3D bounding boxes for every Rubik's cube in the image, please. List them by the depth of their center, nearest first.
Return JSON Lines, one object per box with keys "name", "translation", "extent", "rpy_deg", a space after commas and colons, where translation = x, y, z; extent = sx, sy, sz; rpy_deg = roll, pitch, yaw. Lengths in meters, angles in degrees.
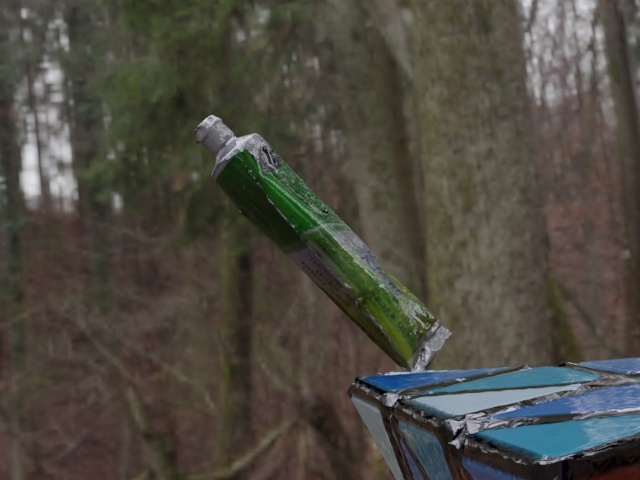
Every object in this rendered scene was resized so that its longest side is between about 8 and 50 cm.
{"name": "Rubik's cube", "translation": [0.122, 0.165, 0.420], "extent": [0.284, 0.234, 0.250], "rpy_deg": [-6, -2, 17]}

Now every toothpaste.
{"name": "toothpaste", "translation": [0.000, 0.000, 0.898], "extent": [0.047, 0.248, 0.078], "rpy_deg": [-45, 0, 34]}
